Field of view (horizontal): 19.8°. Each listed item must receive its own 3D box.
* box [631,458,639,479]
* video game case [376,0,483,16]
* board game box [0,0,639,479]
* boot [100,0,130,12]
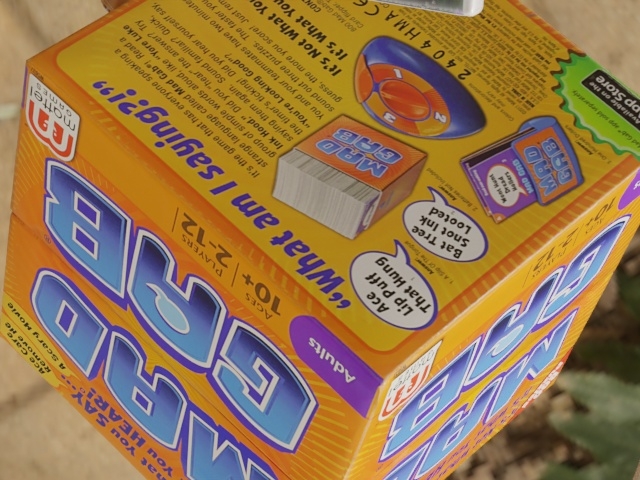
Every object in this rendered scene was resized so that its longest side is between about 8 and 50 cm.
[{"bbox_3d":[0.215,0.124,0.626,0.058,0.232,0.322,43,67,-53],"label":"box"},{"bbox_3d":[0.025,-0.242,1.109,0.173,0.022,0.190,13,112,23],"label":"video game case"},{"bbox_3d":[0.000,0.000,1.469,0.356,0.356,0.356,-36,158,-33],"label":"board game box"},{"bbox_3d":[-0.137,-0.261,1.659,0.073,0.197,0.152,43,85,-1],"label":"boot"}]
